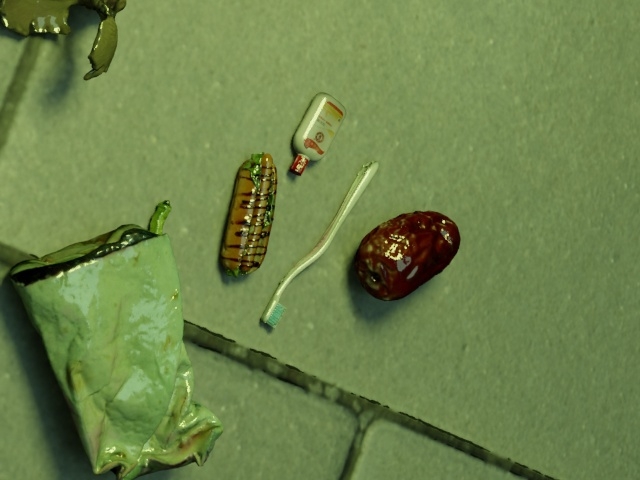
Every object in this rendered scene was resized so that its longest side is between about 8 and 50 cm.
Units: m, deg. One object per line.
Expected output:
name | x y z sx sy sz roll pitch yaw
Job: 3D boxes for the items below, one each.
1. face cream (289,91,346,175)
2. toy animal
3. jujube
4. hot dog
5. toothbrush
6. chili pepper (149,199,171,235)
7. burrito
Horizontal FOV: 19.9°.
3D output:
face cream | -0.006 -0.101 1.766 0.040 0.021 0.083 37 72 -34
toy animal | -0.202 -0.261 1.560 0.186 0.093 0.214 -40 110 -34
jujube | 0.090 0.011 1.821 0.129 0.077 0.077 -27 111 -40
hot dog | -0.064 -0.024 1.719 0.049 0.037 0.122 11 89 -42
toothbrush | 0.000 0.000 1.784 0.022 0.017 0.204 41 70 -22
chili pepper | -0.144 0.005 1.670 0.030 0.017 0.083 -3 96 -40
burrito | -0.178 0.105 1.612 0.144 0.089 0.229 -21 107 -20
